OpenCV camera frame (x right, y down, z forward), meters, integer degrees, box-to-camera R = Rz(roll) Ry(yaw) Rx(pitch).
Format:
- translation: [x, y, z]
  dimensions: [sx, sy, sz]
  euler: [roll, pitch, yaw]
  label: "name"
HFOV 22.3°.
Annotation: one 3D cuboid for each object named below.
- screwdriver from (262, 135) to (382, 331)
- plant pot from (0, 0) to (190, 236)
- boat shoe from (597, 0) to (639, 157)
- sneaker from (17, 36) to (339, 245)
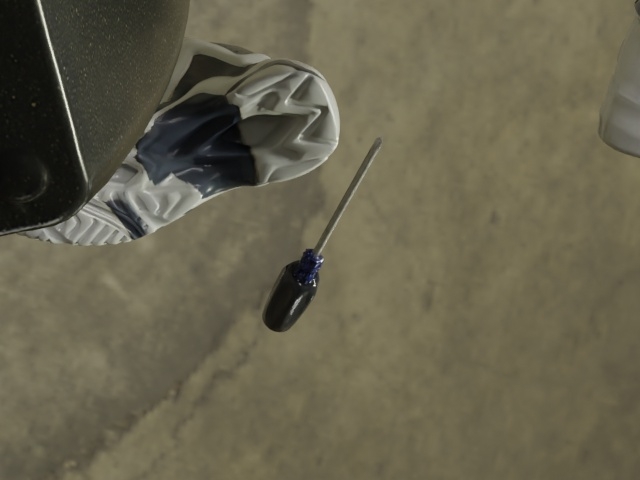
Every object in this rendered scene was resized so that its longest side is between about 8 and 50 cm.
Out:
- translation: [0.000, 0.000, 0.860]
  dimensions: [0.025, 0.024, 0.170]
  euler: [-38, 166, -34]
  label: "screwdriver"
- translation: [-0.134, -0.088, 0.399]
  dimensions: [0.167, 0.188, 0.187]
  euler: [-103, -177, -57]
  label: "plant pot"
- translation: [0.223, -0.044, 0.652]
  dimensions: [0.258, 0.095, 0.084]
  euler: [15, 117, -22]
  label: "boat shoe"
- translation: [-0.111, -0.071, 1.065]
  dimensions: [0.235, 0.153, 0.094]
  euler: [-21, 106, -3]
  label: "sneaker"
